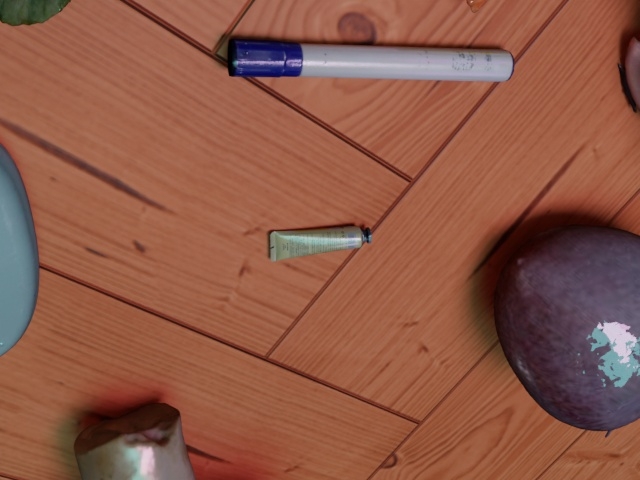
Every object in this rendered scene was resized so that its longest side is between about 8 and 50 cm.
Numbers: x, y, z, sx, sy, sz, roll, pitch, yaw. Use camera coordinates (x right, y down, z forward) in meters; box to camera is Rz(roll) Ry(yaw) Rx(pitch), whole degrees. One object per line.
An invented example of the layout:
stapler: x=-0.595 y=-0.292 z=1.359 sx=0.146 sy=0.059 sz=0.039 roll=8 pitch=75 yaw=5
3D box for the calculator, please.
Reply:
calculator: x=-0.333 y=-0.001 z=0.743 sx=0.184 sy=0.042 sz=0.295 roll=-11 pitch=127 yaw=-14

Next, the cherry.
cherry: x=0.299 y=0.092 z=0.959 sx=0.266 sy=0.183 sz=0.213 roll=42 pitch=88 yaw=-24

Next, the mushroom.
mushroom: x=-0.144 y=0.315 z=0.930 sx=0.292 sy=0.292 sz=0.290 roll=-8 pitch=97 yaw=-16

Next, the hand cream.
hand cream: x=0.000 y=0.000 z=0.887 sx=0.102 sy=0.022 sz=0.035 roll=-7 pitch=126 yaw=-10

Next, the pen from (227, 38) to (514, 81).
pen: x=0.050 y=-0.157 z=0.787 sx=0.269 sy=0.033 sz=0.033 roll=-3 pitch=124 yaw=-19

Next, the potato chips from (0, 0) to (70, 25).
potato chips: x=-0.212 y=-0.248 z=0.628 sx=0.091 sy=0.028 sz=0.208 roll=-9 pitch=127 yaw=-17

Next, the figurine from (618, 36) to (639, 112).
figurine: x=0.478 y=-0.204 z=0.805 sx=0.361 sy=0.211 sz=0.253 roll=-27 pitch=131 yaw=1

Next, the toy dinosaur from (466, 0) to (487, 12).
toy dinosaur: x=0.181 y=-0.317 z=0.710 sx=0.101 sy=0.055 sz=0.280 roll=11 pitch=118 yaw=-53
